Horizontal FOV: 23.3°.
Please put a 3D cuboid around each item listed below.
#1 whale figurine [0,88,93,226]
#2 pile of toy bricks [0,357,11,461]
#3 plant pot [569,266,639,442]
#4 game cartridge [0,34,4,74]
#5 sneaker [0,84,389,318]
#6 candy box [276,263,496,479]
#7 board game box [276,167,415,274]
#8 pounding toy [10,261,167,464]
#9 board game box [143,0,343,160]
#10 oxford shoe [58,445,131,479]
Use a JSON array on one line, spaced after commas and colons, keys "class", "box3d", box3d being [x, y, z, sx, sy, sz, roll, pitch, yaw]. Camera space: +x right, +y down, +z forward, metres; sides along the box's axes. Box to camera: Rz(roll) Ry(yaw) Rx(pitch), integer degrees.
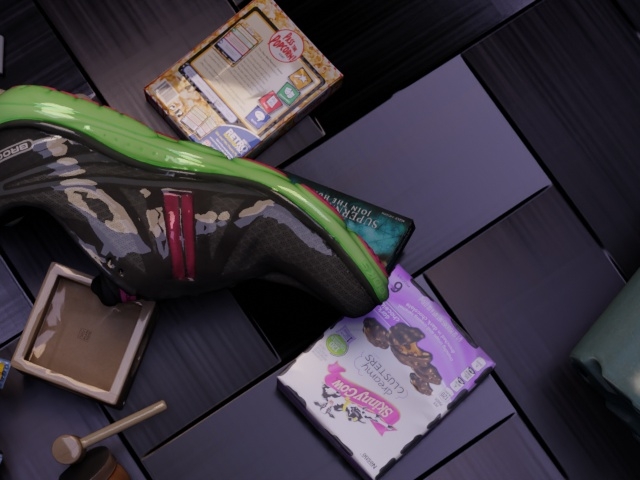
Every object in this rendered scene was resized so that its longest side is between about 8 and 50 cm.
[{"class": "whale figurine", "box3d": [-0.389, -0.101, 1.809, 0.272, 0.141, 0.216, -10, 64, -29]}, {"class": "pile of toy bricks", "box3d": [-0.400, 0.216, 1.694, 0.118, 0.105, 0.212, 20, 97, -13]}, {"class": "plant pot", "box3d": [0.475, 0.096, 1.701, 0.334, 0.341, 0.341, -45, 82, -2]}, {"class": "game cartridge", "box3d": [-0.426, -0.228, 1.881, 0.083, 0.017, 0.056, -1, 73, -3]}, {"class": "sneaker", "box3d": [-0.156, -0.007, 1.702, 0.482, 0.185, 0.202, 20, 86, 4]}, {"class": "candy box", "box3d": [0.074, 0.155, 1.782, 0.196, 0.070, 0.165, -42, 81, -11]}, {"class": "board game box", "box3d": [0.000, 0.000, 1.801, 0.186, 0.026, 0.126, 21, 68, 23]}, {"class": "pounding toy", "box3d": [-0.253, 0.156, 1.758, 0.181, 0.094, 0.206, 20, 79, 2]}, {"class": "board game box", "box3d": [-0.092, -0.184, 1.869, 0.193, 0.045, 0.147, -40, 81, -10]}, {"class": "oxford shoe", "box3d": [-0.299, 0.325, 1.733, 0.212, 0.076, 0.076, -37, 120, 0]}]
